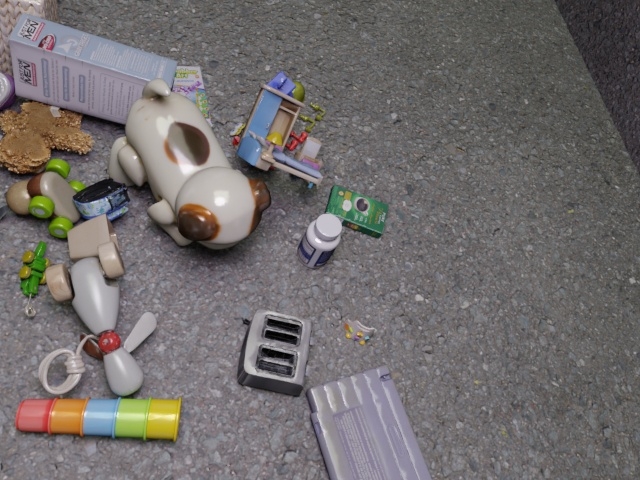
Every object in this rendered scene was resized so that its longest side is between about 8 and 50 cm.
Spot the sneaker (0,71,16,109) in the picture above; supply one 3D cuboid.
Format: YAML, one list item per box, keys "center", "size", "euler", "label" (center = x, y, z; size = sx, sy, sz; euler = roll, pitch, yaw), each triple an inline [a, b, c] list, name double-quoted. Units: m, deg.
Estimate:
- center: [-0.905, -0.330, 1.313]
  size: [0.282, 0.161, 0.102]
  euler: [-36, 111, -4]
  label: "sneaker"

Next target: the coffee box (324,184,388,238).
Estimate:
- center: [0.108, -0.086, 1.524]
  size: [0.184, 0.040, 0.113]
  euler: [19, 58, -6]
  label: "coffee box"

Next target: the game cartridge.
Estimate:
- center: [0.118, 0.496, 1.191]
  size: [0.230, 0.068, 0.355]
  euler: [-12, 66, -19]
  label: "game cartridge"

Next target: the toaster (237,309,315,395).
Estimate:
- center: [-0.111, 0.266, 1.214]
  size: [0.185, 0.110, 0.168]
  euler: [15, 57, -9]
  label: "toaster"

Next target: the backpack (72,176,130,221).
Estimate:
- center: [-0.544, -0.094, 1.257]
  size: [0.105, 0.084, 0.114]
  euler: [20, 41, 40]
  label: "backpack"

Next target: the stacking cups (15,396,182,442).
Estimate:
- center: [-0.458, 0.365, 1.063]
  size: [0.316, 0.096, 0.096]
  euler: [8, 59, -10]
  label: "stacking cups"

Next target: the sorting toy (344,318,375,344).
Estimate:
- center: [0.106, 0.234, 1.322]
  size: [0.083, 0.075, 0.045]
  euler: [25, 57, -3]
  label: "sorting toy"

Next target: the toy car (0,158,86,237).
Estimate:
- center: [-0.704, -0.094, 1.239]
  size: [0.188, 0.149, 0.155]
  euler: [-8, 51, 8]
  label: "toy car"

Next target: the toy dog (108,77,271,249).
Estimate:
- center: [-0.294, -0.157, 1.240]
  size: [0.284, 0.395, 0.408]
  euler: [-23, 62, -37]
  label: "toy dog"

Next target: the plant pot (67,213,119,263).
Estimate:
- center: [-0.550, 0.015, 1.222]
  size: [0.096, 0.109, 0.109]
  euler: [-14, 66, -14]
  label: "plant pot"

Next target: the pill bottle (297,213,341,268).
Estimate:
- center: [0.000, 0.000, 1.364]
  size: [0.094, 0.169, 0.094]
  euler: [8, 60, -14]
  label: "pill bottle"

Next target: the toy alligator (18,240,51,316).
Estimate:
- center: [-0.674, 0.091, 1.170]
  size: [0.051, 0.056, 0.190]
  euler: [-16, 61, 21]
  label: "toy alligator"

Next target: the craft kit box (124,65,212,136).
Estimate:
- center: [-0.469, -0.420, 1.521]
  size: [0.249, 0.061, 0.247]
  euler: [-7, 61, -21]
  label: "craft kit box"

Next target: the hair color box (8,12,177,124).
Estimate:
- center: [-0.583, -0.425, 1.319]
  size: [0.374, 0.185, 0.114]
  euler: [12, 55, -18]
  label: "hair color box"

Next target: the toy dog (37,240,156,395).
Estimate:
- center: [-0.487, 0.172, 1.133]
  size: [0.220, 0.161, 0.334]
  euler: [0, 82, -9]
  label: "toy dog"

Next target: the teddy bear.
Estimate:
- center: [-0.733, -0.294, 1.344]
  size: [0.245, 0.113, 0.338]
  euler: [2, 53, -23]
  label: "teddy bear"

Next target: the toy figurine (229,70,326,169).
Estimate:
- center: [-0.104, -0.421, 1.540]
  size: [0.191, 0.217, 0.362]
  euler: [37, 58, 5]
  label: "toy figurine"

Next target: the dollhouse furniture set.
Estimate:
- center: [-0.057, -0.266, 1.348]
  size: [0.286, 0.198, 0.303]
  euler: [19, 11, -29]
  label: "dollhouse furniture set"

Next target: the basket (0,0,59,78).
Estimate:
- center: [-0.869, -0.632, 1.357]
  size: [0.266, 0.331, 0.328]
  euler: [2, 61, -23]
  label: "basket"
